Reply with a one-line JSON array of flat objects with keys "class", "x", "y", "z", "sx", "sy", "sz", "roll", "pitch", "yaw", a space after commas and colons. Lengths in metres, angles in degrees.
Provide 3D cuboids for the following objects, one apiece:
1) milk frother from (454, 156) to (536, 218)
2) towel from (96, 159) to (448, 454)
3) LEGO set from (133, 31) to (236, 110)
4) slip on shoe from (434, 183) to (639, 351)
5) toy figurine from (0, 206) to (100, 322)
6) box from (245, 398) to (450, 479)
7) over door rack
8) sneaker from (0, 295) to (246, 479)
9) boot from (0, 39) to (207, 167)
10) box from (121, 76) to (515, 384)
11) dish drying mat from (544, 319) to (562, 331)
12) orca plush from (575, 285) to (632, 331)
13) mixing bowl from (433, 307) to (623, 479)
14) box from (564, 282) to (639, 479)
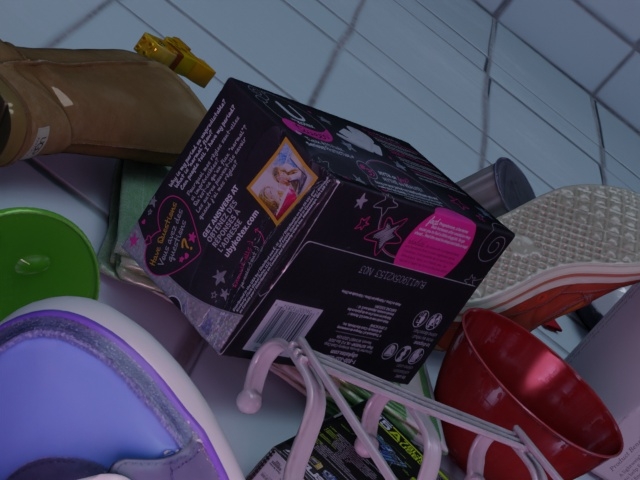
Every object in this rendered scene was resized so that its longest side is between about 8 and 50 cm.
[{"class": "milk frother", "x": 0.174, "y": -0.001, "z": 1.787, "sx": 0.143, "sy": 0.134, "sz": 0.129, "roll": 4, "pitch": 65, "yaw": -57}, {"class": "towel", "x": -0.040, "y": 0.051, "z": 1.428, "sx": 0.325, "sy": 0.038, "sz": 0.248, "roll": 32, "pitch": 19, "yaw": -16}, {"class": "LEGO set", "x": -0.133, "y": -0.135, "z": 1.539, "sx": 0.227, "sy": 0.087, "sz": 0.093, "roll": 41, "pitch": 11, "yaw": 27}, {"class": "slip on shoe", "x": 0.222, "y": 0.028, "z": 1.670, "sx": 0.331, "sy": 0.101, "sz": 0.123, "roll": -17, "pitch": 56, "yaw": -28}, {"class": "toy figurine", "x": -0.250, "y": 0.007, "z": 1.059, "sx": 0.173, "sy": 0.130, "sz": 0.159, "roll": -9, "pitch": 32, "yaw": -34}, {"class": "box", "x": 0.056, "y": 0.209, "z": 1.234, "sx": 0.190, "sy": 0.045, "sz": 0.184, "roll": 44, "pitch": 17, "yaw": 12}, {"class": "over door rack", "x": 0.102, "y": 0.187, "z": 1.101, "sx": 0.239, "sy": 0.108, "sz": 0.324, "roll": 24, "pitch": 5, "yaw": -33}, {"class": "sneaker", "x": -0.106, "y": 0.187, "z": 0.683, "sx": 0.236, "sy": 0.130, "sz": 0.323, "roll": -11, "pitch": 87, "yaw": -74}, {"class": "boot", "x": -0.238, "y": -0.141, "z": 1.381, "sx": 0.236, "sy": 0.089, "sz": 0.269, "roll": 51, "pitch": 25, "yaw": 16}, {"class": "box", "x": 0.000, "y": 0.000, "z": 1.298, "sx": 0.247, "sy": 0.163, "sz": 0.142, "roll": 15, "pitch": 25, "yaw": -52}, {"class": "dish drying mat", "x": 0.250, "y": 0.075, "z": 1.962, "sx": 0.032, "sy": 0.008, "sz": 0.083, "roll": 21, "pitch": 27, "yaw": -43}, {"class": "orca plush", "x": 0.372, "y": 0.069, "z": 2.073, "sx": 0.287, "sy": 0.151, "sz": 0.102, "roll": -111, "pitch": 177, "yaw": -61}, {"class": "mixing bowl", "x": 0.163, "y": 0.154, "z": 1.475, "sx": 0.181, "sy": 0.098, "sz": 0.181, "roll": 36, "pitch": 19, "yaw": -15}, {"class": "box", "x": 0.345, "y": 0.146, "z": 1.709, "sx": 0.119, "sy": 0.181, "sz": 0.182, "roll": 34, "pitch": 19, "yaw": -17}]
